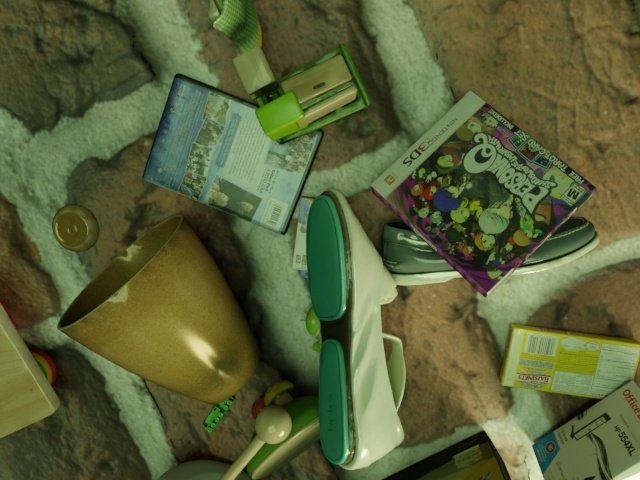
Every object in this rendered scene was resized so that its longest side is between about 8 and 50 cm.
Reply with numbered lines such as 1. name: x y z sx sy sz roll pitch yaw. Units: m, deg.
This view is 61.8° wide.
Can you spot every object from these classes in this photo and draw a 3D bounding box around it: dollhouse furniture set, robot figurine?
1. dollhouse furniture set: -0.059 -0.301 0.724 0.151 0.197 0.301 -25 94 4
2. robot figurine: 0.026 0.142 0.876 0.115 0.067 0.101 32 76 0

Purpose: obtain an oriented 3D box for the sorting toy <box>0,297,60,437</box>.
1. sorting toy: -0.608 0.220 0.935 0.257 0.089 0.255 -26 98 9

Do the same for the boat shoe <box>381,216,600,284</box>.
1. boat shoe: 0.248 -0.006 0.806 0.320 0.116 0.099 -10 104 12

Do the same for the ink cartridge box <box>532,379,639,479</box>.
1. ink cartridge box: 0.449 0.334 0.823 0.086 0.148 0.203 43 109 -8

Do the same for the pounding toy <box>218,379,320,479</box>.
1. pounding toy: -0.077 0.289 0.860 0.183 0.237 0.110 -47 65 16

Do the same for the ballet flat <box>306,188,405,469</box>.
1. ballet flat: 0.057 0.124 0.796 0.139 0.139 0.400 -5 83 6

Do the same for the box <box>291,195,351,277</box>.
1. box: 0.000 0.000 0.872 0.081 0.028 0.136 8 100 3

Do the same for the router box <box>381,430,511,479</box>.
1. router box: 0.165 0.457 0.838 0.309 0.243 0.081 -31 97 9

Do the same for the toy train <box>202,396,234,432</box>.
1. toy train: -0.183 0.307 0.953 0.024 0.017 0.083 38 102 7

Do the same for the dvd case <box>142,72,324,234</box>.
1. dvd case: -0.142 -0.136 0.860 0.253 0.022 0.180 22 101 1

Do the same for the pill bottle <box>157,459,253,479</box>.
1. pill bottle: -0.239 0.609 0.909 0.229 0.229 0.407 23 102 0

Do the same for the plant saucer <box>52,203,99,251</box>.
1. plant saucer: -0.420 -0.020 0.909 0.083 0.015 0.083 1 101 4

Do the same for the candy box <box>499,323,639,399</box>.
1. candy box: 0.407 0.200 0.876 0.206 0.027 0.105 8 106 3

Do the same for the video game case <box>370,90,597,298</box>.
1. video game case: 0.226 -0.072 0.767 0.210 0.042 0.232 -43 71 -1

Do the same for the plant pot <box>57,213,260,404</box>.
1. plant pot: -0.219 0.129 0.834 0.237 0.237 0.254 -36 112 10
